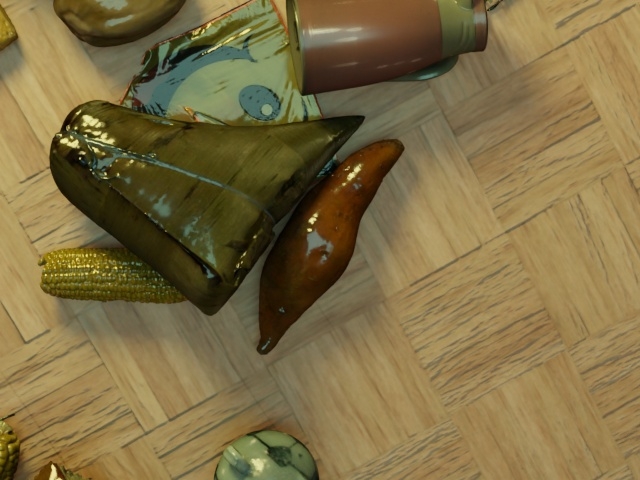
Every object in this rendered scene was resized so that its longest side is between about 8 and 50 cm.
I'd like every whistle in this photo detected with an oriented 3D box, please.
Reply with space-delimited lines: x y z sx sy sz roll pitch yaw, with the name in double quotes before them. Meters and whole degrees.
"whistle" -0.059 0.361 1.751 0.163 0.163 0.289 -39 136 0

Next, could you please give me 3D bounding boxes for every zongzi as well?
"zongzi" -0.154 -0.132 1.665 0.323 0.160 0.360 41 73 -1

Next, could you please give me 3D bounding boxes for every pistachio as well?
"pistachio" -0.266 -0.323 1.657 0.185 0.126 0.108 -11 140 -8

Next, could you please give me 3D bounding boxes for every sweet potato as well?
"sweet potato" -0.004 0.004 1.717 0.112 0.112 0.359 28 97 -8

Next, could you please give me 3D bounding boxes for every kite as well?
"kite" -0.117 -0.162 1.731 0.328 0.013 0.377 23 94 -8

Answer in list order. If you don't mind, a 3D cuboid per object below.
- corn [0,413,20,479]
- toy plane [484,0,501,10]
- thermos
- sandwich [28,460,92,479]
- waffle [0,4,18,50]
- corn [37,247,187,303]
"corn" -0.499 0.385 1.715 0.101 0.101 0.310 22 94 -8
"toy plane" 0.258 -0.363 1.738 0.121 0.031 0.049 -42 108 -3
"thermos" 0.093 -0.277 1.669 0.265 0.176 0.146 -7 60 -6
"sandwich" -0.290 0.459 1.655 0.131 0.325 0.262 -37 64 -1
"waffle" -0.560 -0.328 1.645 0.221 0.055 0.248 -29 98 -2
"corn" -0.273 0.048 1.709 0.238 0.080 0.080 1 97 -7
